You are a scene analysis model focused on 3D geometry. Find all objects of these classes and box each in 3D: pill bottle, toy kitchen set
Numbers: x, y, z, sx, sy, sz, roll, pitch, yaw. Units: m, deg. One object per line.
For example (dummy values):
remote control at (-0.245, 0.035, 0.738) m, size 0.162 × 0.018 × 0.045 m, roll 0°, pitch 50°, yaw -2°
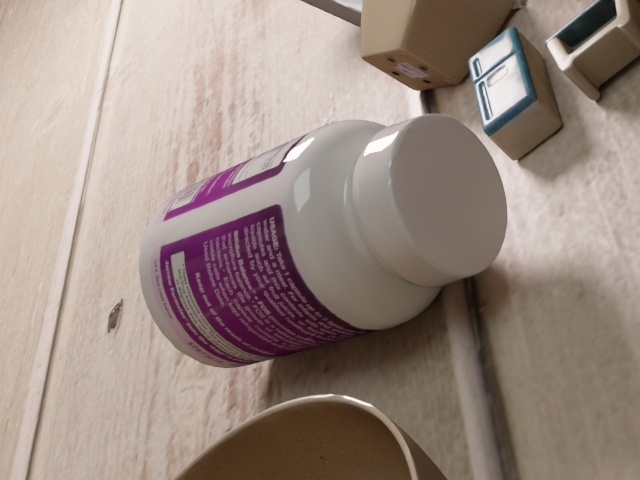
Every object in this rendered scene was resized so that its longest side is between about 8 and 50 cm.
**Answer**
pill bottle at (0.000, 0.000, 1.115) m, size 0.301 × 0.169 × 0.169 m, roll -19°, pitch 40°, yaw 47°
toy kitchen set at (0.178, -0.204, 1.107) m, size 0.207 × 0.166 × 0.122 m, roll -38°, pitch 29°, yaw 23°

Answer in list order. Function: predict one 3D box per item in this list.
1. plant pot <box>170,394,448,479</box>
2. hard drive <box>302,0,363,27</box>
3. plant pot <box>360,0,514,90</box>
plant pot at (0.008, 0.252, 0.739) m, size 0.284 × 0.191 × 0.284 m, roll -37°, pitch 29°, yaw 25°
hard drive at (0.092, -0.410, 1.560) m, size 0.233 × 0.047 × 0.353 m, roll 31°, pitch 80°, yaw 38°
plant pot at (0.099, -0.203, 1.311) m, size 0.109 × 0.109 × 0.096 m, roll 2°, pitch 68°, yaw 58°
